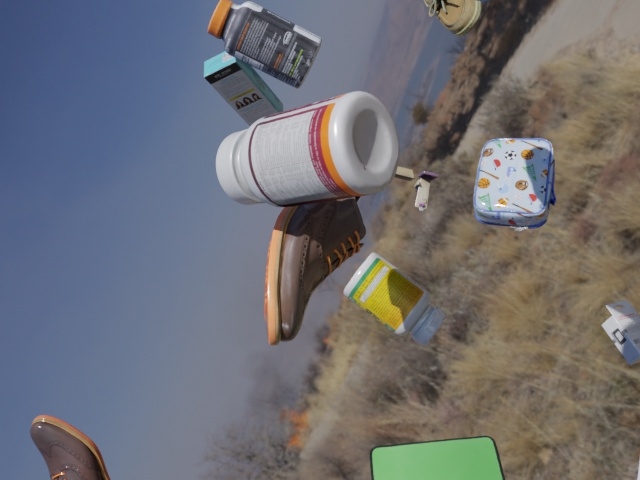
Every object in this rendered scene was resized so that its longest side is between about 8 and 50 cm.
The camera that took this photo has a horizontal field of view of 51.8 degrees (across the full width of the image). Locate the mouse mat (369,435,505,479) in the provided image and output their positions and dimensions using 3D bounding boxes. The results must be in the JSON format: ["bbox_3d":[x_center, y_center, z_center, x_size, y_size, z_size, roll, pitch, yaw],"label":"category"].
[{"bbox_3d":[0.168,0.352,0.937,0.153,0.189,0.007,-92,-7,-48],"label":"mouse mat"}]

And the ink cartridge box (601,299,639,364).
[{"bbox_3d":[0.931,0.275,1.989,0.180,0.104,0.060,65,149,32],"label":"ink cartridge box"}]

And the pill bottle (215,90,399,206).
[{"bbox_3d":[-0.022,-0.105,0.824,0.221,0.121,0.121,-5,58,42],"label":"pill bottle"}]

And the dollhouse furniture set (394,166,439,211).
[{"bbox_3d":[0.180,-0.107,1.412,0.091,0.114,0.081,152,130,-77],"label":"dollhouse furniture set"}]

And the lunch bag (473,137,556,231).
[{"bbox_3d":[0.606,-0.174,2.039,0.115,0.243,0.303,60,-140,-57],"label":"lunch bag"}]

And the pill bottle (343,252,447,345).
[{"bbox_3d":[0.163,0.130,1.423,0.117,0.208,0.117,-52,-7,-9],"label":"pill bottle"}]

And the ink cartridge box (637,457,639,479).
[{"bbox_3d":[0.859,0.457,1.521,0.117,0.201,0.278,-19,52,63],"label":"ink cartridge box"}]

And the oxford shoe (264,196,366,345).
[{"bbox_3d":[0.000,0.000,1.007,0.130,0.132,0.364,96,-173,-55],"label":"oxford shoe"}]

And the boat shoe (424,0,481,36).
[{"bbox_3d":[0.239,-0.533,1.347,0.104,0.089,0.285,-45,50,38],"label":"boat shoe"}]

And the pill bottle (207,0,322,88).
[{"bbox_3d":[-0.131,-0.458,1.506,0.130,0.245,0.130,-61,11,20],"label":"pill bottle"}]

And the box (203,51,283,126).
[{"bbox_3d":[-0.201,-0.401,1.768,0.244,0.100,0.060,45,-148,-49],"label":"box"}]

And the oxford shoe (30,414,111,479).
[{"bbox_3d":[-0.460,0.448,1.233,0.097,0.271,0.098,-35,6,29],"label":"oxford shoe"}]
